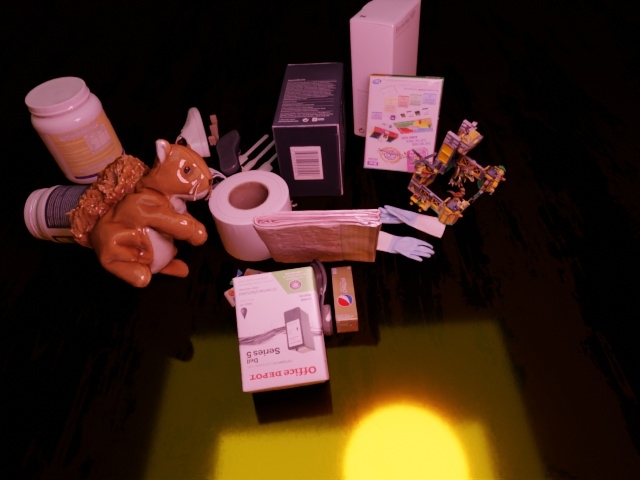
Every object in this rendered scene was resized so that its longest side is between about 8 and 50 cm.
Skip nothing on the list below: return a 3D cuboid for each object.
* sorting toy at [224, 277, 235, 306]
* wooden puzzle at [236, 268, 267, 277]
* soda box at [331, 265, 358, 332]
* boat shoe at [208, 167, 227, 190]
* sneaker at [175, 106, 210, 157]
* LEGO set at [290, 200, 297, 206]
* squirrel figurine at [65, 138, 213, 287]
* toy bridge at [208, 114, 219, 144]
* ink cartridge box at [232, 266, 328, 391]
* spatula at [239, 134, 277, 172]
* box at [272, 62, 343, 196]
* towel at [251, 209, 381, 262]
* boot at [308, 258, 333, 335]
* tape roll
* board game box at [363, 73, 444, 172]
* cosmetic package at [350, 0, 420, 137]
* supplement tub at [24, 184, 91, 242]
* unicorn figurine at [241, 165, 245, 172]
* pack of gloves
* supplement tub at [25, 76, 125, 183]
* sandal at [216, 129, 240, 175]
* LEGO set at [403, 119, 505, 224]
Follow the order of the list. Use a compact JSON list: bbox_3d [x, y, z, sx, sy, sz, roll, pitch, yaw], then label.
[{"bbox_3d":[-0.249,0.147,1.361,0.062,0.012,0.083,-33,58,-13],"label":"sorting toy"},{"bbox_3d":[-0.200,0.115,1.393,0.116,0.014,0.078,5,48,12],"label":"wooden puzzle"},{"bbox_3d":[0.065,0.160,1.286,0.058,0.061,0.181,-5,47,2],"label":"soda box"},{"bbox_3d":[-0.362,-0.203,1.655,0.095,0.084,0.258,-34,53,-22],"label":"boat shoe"},{"bbox_3d":[-0.523,-0.433,1.871,0.123,0.105,0.290,-15,49,-10],"label":"sneaker"},{"bbox_3d":[-0.115,-0.121,1.587,0.054,0.023,0.083,-8,25,-20],"label":"LEGO set"},{"bbox_3d":[-0.498,-0.116,1.322,0.397,0.281,0.370,26,96,14],"label":"squirrel figurine"},{"bbox_3d":[-0.428,-0.436,1.891,0.026,0.063,0.188,-9,43,-2],"label":"toy bridge"},{"bbox_3d":[-0.095,0.219,1.147,0.199,0.114,0.272,-9,73,0],"label":"ink cartridge box"},{"bbox_3d":[-0.224,-0.325,1.801,0.168,0.019,0.242,18,51,29],"label":"spatula"},{"bbox_3d":[-0.023,-0.391,1.647,0.212,0.293,0.395,-1,48,6],"label":"box"},{"bbox_3d":[0.000,0.000,1.276,0.317,0.332,0.053,-1,71,4],"label":"towel"},{"bbox_3d":[-0.090,0.169,1.279,0.229,0.091,0.262,-7,49,-1],"label":"boot"},{"bbox_3d":[-0.209,-0.080,1.468,0.246,0.169,0.246,-3,48,3],"label":"tape roll"},{"bbox_3d":[0.278,-0.395,1.599,0.242,0.316,0.064,9,26,14],"label":"board game box"},{"bbox_3d":[0.236,-0.614,1.709,0.162,0.453,0.230,21,54,24],"label":"cosmetic package"},{"bbox_3d":[-0.780,-0.085,1.527,0.272,0.191,0.191,1,48,7],"label":"supplement tub"},{"bbox_3d":[-0.220,-0.181,1.645,0.162,0.060,0.111,17,49,0],"label":"unicorn figurine"},{"bbox_3d":[0.256,-0.037,1.456,0.232,0.046,0.195,15,50,20],"label":"pack of gloves"},{"bbox_3d":[-0.898,-0.402,1.737,0.241,0.331,0.241,-3,48,4],"label":"supplement tub"},{"bbox_3d":[-0.346,-0.330,1.795,0.097,0.054,0.254,-19,47,13],"label":"sandal"},{"bbox_3d":[0.438,-0.226,1.470,0.331,0.192,0.255,-28,65,-23],"label":"LEGO set"}]
